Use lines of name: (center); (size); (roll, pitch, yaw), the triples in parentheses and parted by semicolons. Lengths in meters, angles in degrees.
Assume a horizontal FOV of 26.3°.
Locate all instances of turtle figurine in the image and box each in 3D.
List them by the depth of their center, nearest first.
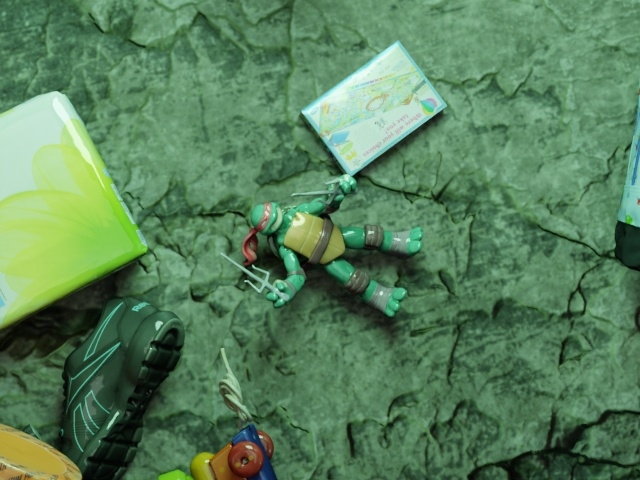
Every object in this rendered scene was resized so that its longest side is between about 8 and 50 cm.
turtle figurine: (0.000, 0.000, 1.645); (0.234, 0.118, 0.175); (21, 98, -20)

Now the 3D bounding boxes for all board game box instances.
board game box: (0.065, -0.163, 1.710); (0.154, 0.026, 0.103); (-36, 90, -8)

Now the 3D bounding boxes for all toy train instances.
toy train: (-0.129, 0.268, 1.621); (0.143, 0.105, 0.248); (-24, 88, 5)

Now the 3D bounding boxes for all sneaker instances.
sneaker: (-0.258, 0.191, 1.622); (0.106, 0.101, 0.267); (26, 87, 24)

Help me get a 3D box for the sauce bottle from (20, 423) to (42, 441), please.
sauce bottle: (-0.387, 0.263, 1.612); (0.128, 0.042, 0.042); (-34, 90, -6)

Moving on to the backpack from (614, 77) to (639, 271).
backpack: (0.507, -0.144, 1.667); (0.290, 0.273, 0.355); (3, 106, -4)

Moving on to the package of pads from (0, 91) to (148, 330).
package of pads: (-0.382, -0.018, 1.609); (0.296, 0.101, 0.229); (-27, 90, -9)

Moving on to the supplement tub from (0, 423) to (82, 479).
supplement tub: (-0.397, 0.368, 1.506); (0.193, 0.193, 0.316); (26, 91, -4)
